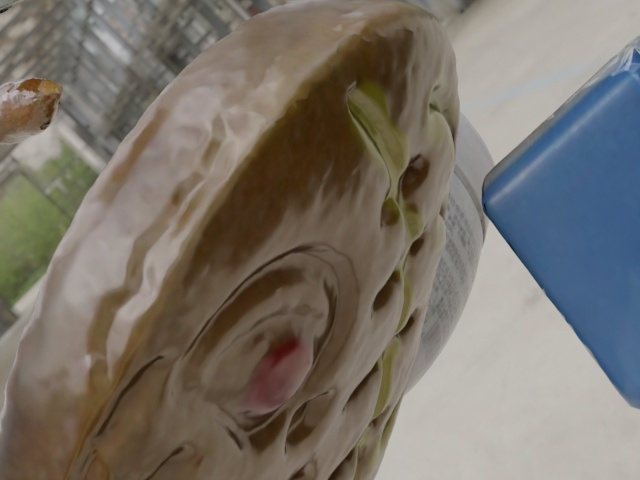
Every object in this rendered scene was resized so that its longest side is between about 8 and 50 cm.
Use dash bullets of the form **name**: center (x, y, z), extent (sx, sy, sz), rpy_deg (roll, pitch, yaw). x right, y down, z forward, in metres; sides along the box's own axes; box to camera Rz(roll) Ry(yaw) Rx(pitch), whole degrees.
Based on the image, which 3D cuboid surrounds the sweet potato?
- **sweet potato**: center (-0.282, -0.108, 1.159), extent (0.195, 0.056, 0.056), rpy_deg (-11, 31, 44)

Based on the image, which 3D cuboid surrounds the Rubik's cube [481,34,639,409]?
- **Rubik's cube**: center (0.339, -0.024, 0.486), extent (0.347, 0.344, 0.346), rpy_deg (-28, -12, -38)

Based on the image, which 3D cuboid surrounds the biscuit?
- **biscuit**: center (-0.037, 0.094, 0.579), extent (0.350, 0.070, 0.394), rpy_deg (-45, -28, -44)

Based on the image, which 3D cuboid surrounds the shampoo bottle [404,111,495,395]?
- **shampoo bottle**: center (0.000, 0.000, 1.126), extent (0.266, 0.273, 0.273), rpy_deg (-57, 13, -31)

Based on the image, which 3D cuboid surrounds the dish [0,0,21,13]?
- **dish**: center (-0.284, -0.255, 1.119), extent (0.303, 0.120, 0.303), rpy_deg (-23, 14, 6)
